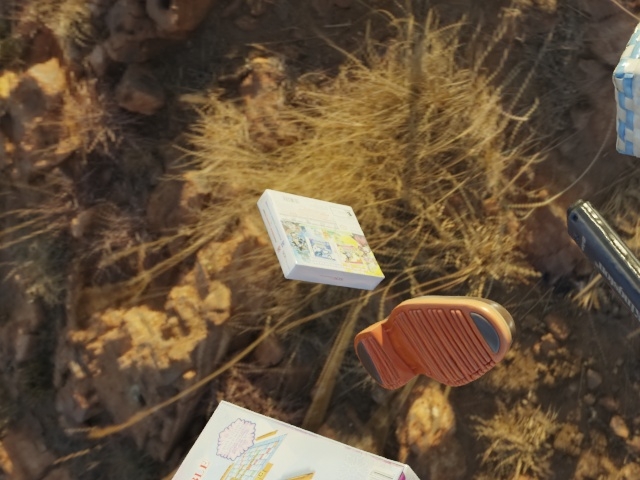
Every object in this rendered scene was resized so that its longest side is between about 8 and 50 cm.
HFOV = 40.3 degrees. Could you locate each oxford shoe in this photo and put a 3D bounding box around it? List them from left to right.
[{"bbox_3d":[0.171,0.119,1.215,0.129,0.133,0.364,60,156,-2],"label":"oxford shoe"}]

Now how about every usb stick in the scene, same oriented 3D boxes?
[{"bbox_3d":[0.393,0.062,1.077,0.045,0.077,0.278,-31,55,4],"label":"usb stick"}]

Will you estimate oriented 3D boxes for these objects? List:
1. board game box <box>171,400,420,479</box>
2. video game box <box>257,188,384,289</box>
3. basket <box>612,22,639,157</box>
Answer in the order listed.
[{"bbox_3d":[-0.081,0.373,1.039,0.318,0.318,0.066,10,147,42],"label":"board game box"},{"bbox_3d":[0.000,0.000,1.617,0.048,0.205,0.187,-54,44,31],"label":"video game box"},{"bbox_3d":[0.580,-0.206,1.252,0.289,0.201,0.254,21,152,30],"label":"basket"}]
